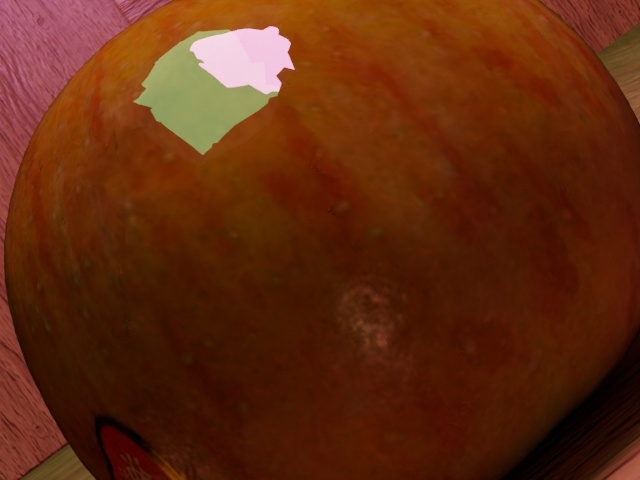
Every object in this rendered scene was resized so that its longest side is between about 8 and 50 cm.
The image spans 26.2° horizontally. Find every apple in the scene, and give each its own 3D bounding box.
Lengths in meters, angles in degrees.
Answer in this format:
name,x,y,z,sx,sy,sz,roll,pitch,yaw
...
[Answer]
name,x,y,z,sx,sy,sz,roll,pitch,yaw
apple,0.000,0.000,0.836,0.400,0.333,0.400,-35,6,4
